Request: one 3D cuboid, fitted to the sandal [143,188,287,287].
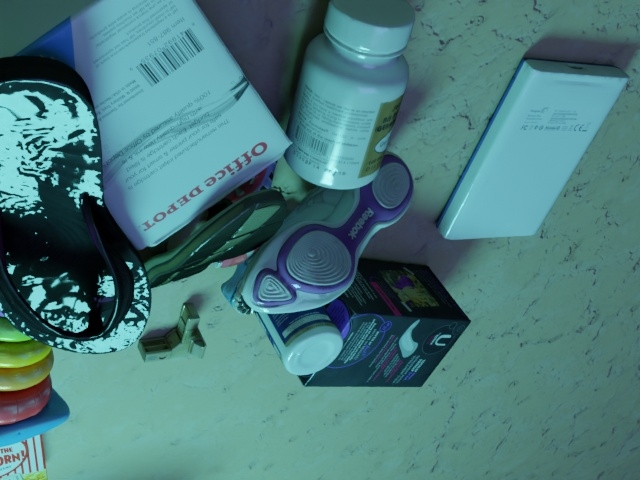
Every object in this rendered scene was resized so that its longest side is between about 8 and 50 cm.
[{"bbox_3d":[-0.164,-0.007,1.174,0.120,0.086,0.303,-11,170,-45],"label":"sandal"}]

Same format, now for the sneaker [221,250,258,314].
[{"bbox_3d":[-0.086,0.026,1.341,0.162,0.073,0.063,-50,139,-13],"label":"sneaker"}]

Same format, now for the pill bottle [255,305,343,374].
[{"bbox_3d":[-0.043,0.107,1.368,0.094,0.169,0.094,-20,141,-17],"label":"pill bottle"}]

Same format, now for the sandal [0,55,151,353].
[{"bbox_3d":[-0.277,0.013,0.965,0.168,0.107,0.445,-13,142,-8],"label":"sandal"}]

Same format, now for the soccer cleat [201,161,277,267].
[{"bbox_3d":[-0.095,-0.068,1.232,0.095,0.083,0.248,-24,144,-45],"label":"soccer cleat"}]

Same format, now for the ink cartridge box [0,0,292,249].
[{"bbox_3d":[-0.203,-0.161,1.003,0.223,0.129,0.307,-35,142,1],"label":"ink cartridge box"}]

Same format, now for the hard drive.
[{"bbox_3d":[0.333,-0.138,1.480,0.210,0.040,0.318,-3,132,-33],"label":"hard drive"}]

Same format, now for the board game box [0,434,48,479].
[{"bbox_3d":[-0.489,0.324,1.384,0.147,0.045,0.193,-14,138,-23],"label":"board game box"}]

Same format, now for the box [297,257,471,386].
[{"bbox_3d":[0.080,0.133,1.505,0.270,0.143,0.165,9,125,-41],"label":"box"}]

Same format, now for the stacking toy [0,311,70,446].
[{"bbox_3d":[-0.389,0.090,1.142,0.175,0.166,0.301,-10,127,-50],"label":"stacking toy"}]

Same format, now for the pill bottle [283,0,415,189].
[{"bbox_3d":[0.037,-0.187,1.144,0.131,0.131,0.229,-9,136,-28],"label":"pill bottle"}]

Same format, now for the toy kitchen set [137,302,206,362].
[{"bbox_3d":[-0.217,0.149,1.372,0.075,0.068,0.083,-5,134,-31],"label":"toy kitchen set"}]

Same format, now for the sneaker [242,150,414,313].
[{"bbox_3d":[0.000,0.000,1.256,0.305,0.152,0.114,-41,105,-31],"label":"sneaker"}]
